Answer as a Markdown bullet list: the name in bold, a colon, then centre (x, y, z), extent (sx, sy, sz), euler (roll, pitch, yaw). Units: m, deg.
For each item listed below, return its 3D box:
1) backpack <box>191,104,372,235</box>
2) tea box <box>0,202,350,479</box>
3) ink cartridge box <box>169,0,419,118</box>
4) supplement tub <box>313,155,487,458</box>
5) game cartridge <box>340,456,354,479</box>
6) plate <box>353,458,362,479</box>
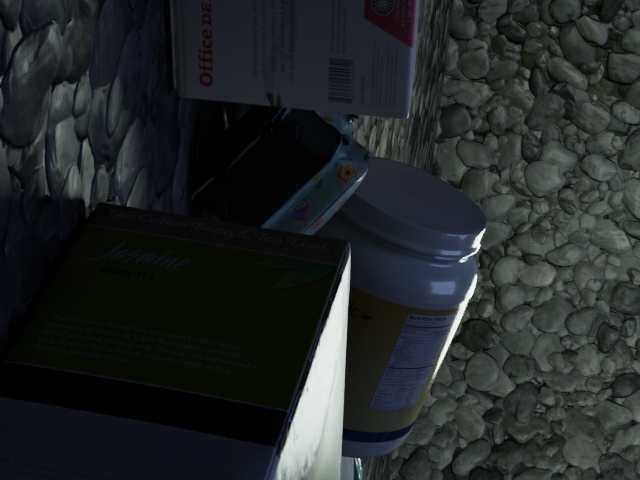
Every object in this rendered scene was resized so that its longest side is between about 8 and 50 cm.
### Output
- **backpack**: centre (-0.031, -0.085, 1.594), extent (0.166, 0.144, 0.188), euler (-48, -167, 20)
- **tea box**: centre (-0.114, 0.203, 1.188), extent (0.323, 0.220, 0.329), euler (-68, 164, -52)
- **ink cartridge box**: centre (-0.021, -0.205, 1.382), extent (0.092, 0.218, 0.159), euler (-78, 172, -53)
- **supplement tub**: centre (0.055, 0.078, 1.866), extent (0.228, 0.228, 0.316), euler (-58, 170, -67)
- **game cartridge**: centre (0.010, 0.317, 2.213), extent (0.230, 0.068, 0.355), euler (-31, 122, -76)
- **plate**: centre (0.027, 0.342, 2.414), extent (0.188, 0.024, 0.188), euler (44, -39, 53)
